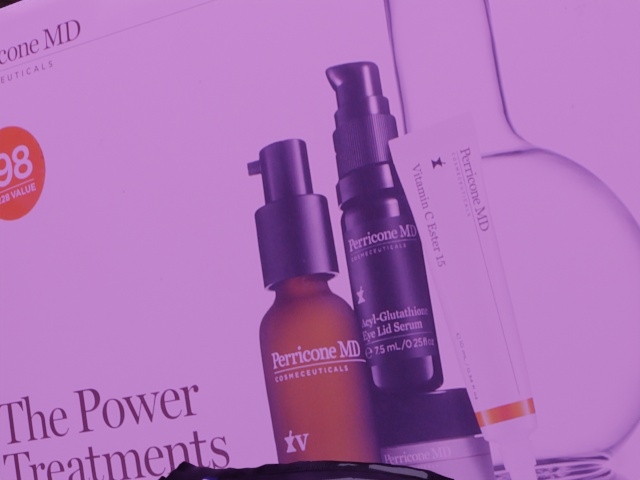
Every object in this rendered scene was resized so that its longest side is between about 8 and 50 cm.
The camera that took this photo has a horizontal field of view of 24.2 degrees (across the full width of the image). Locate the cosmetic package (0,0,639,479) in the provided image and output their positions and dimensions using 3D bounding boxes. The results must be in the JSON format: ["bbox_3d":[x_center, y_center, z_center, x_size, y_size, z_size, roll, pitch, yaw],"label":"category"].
[{"bbox_3d":[0.000,0.000,0.677,0.377,0.285,0.097,-13,-10,30],"label":"cosmetic package"}]

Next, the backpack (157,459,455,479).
[{"bbox_3d":[0.001,0.157,0.559,0.182,0.115,0.152,-20,45,28],"label":"backpack"}]
